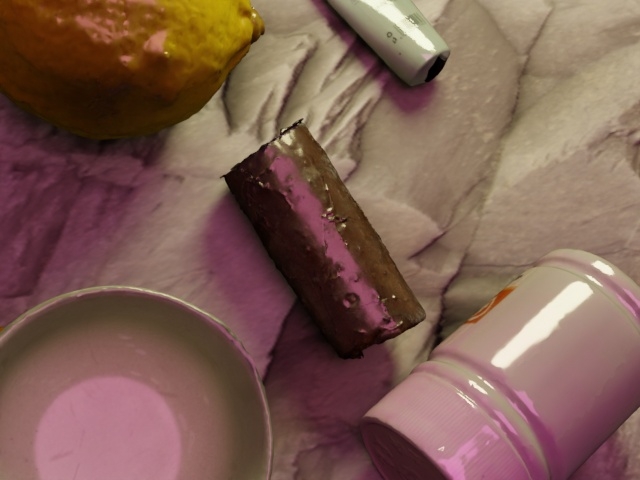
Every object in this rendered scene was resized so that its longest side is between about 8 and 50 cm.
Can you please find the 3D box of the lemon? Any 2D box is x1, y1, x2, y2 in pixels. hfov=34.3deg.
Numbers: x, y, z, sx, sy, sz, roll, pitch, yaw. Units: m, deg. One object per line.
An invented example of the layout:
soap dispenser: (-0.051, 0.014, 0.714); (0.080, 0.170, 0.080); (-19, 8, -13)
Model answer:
lemon: (-0.225, -0.242, 1.132); (0.322, 0.268, 0.268); (16, 71, -12)

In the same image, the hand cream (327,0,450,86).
hand cream: (0.048, -0.333, 1.340); (0.109, 0.067, 0.321); (-36, 81, -20)

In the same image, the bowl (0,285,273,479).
bowl: (-0.213, 0.208, 1.045); (0.307, 0.163, 0.307); (5, 76, -18)

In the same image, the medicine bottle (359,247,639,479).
medicine bottle: (0.219, 0.174, 1.156); (0.316, 0.202, 0.202); (-37, 86, -21)

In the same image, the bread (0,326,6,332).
bread: (-0.350, 0.145, 1.090); (0.082, 0.056, 0.115); (32, 69, -5)

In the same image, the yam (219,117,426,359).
yam: (-0.001, 0.001, 1.192); (0.131, 0.131, 0.280); (-30, 85, -21)
